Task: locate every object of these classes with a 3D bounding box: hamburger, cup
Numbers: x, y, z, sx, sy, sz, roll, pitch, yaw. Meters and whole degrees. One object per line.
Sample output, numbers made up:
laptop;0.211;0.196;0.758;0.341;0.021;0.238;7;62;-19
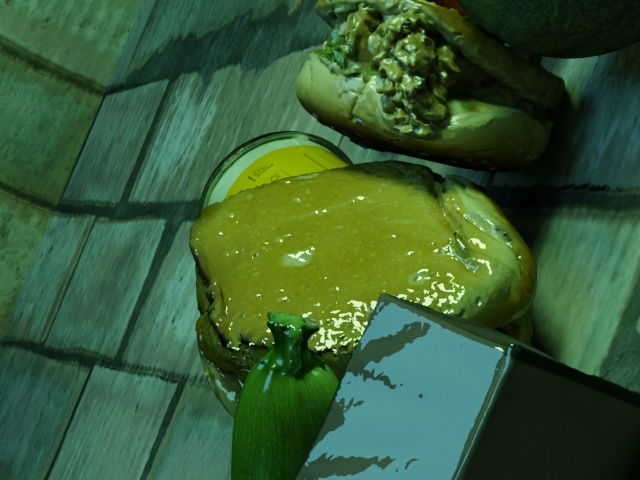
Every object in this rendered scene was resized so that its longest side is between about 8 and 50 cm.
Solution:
hamburger;0.032;0.053;1.564;0.304;0.284;0.174;-110;13;-65
hamburger;0.100;-0.141;1.661;0.286;0.243;0.146;-142;69;-83
cup;0.000;0.000;1.856;0.279;0.196;0.196;28;93;61

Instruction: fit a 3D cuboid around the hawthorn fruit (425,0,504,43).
hawthorn fruit;0.155;-0.279;1.783;0.173;0.173;0.179;-54;36;28

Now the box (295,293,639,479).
box;0.096;0.189;1.329;0.153;0.188;0.252;25;92;48

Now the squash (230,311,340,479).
squash;-0.020;0.241;1.427;0.107;0.107;0.395;-122;30;-66

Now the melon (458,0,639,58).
melon;0.233;-0.286;1.501;0.302;0.237;0.237;-53;23;31
